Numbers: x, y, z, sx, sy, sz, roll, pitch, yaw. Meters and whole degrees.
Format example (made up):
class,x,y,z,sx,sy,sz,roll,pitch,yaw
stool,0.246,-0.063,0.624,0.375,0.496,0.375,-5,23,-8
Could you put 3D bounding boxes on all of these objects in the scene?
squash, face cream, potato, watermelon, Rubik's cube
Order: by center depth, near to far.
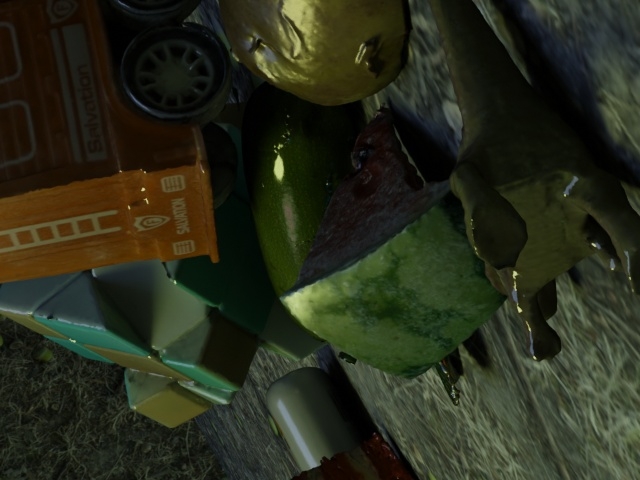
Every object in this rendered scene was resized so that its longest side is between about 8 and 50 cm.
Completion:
class,x,y,z,sx,sy,sz,roll,pitch,yaw
potato,-0.026,-0.162,0.869,0.164,0.081,0.200,49,160,55
watermelon,0.041,0.009,0.906,0.098,0.121,0.158,44,-176,-29
squash,-0.002,0.000,1.124,0.087,0.087,0.331,56,168,32
Rubik's cube,-0.111,0.010,1.284,0.224,0.265,0.213,9,163,38
face cream,0.043,0.261,1.537,0.291,0.071,0.144,60,-176,13

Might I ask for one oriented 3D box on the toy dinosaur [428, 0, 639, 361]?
class,x,y,z,sx,sy,sz,roll,pitch,yaw
toy dinosaur,0.074,-0.049,0.710,0.251,0.072,0.200,57,-177,-25

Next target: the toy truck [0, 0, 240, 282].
class,x,y,z,sx,sy,sz,roll,pitch,yaw
toy truck,-0.182,-0.172,1.047,0.173,0.207,0.387,92,165,-68

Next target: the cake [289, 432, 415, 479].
class,x,y,z,sx,sy,sz,roll,pitch,yaw
cake,0.061,0.311,1.375,0.262,0.158,0.159,63,166,2

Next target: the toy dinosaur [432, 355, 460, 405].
class,x,y,z,sx,sy,sz,roll,pitch,yaw
toy dinosaur,0.067,0.060,1.028,0.106,0.044,0.187,63,172,0
